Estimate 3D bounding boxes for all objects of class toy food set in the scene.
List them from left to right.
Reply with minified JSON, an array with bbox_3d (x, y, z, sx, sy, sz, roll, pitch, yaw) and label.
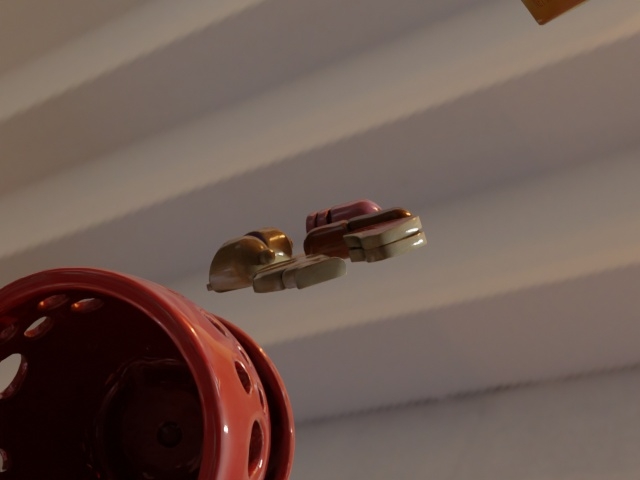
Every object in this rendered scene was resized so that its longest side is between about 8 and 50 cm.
[{"bbox_3d":[0.000,0.000,0.584,0.078,0.019,0.122,-18,-176,-23],"label":"toy food set"}]

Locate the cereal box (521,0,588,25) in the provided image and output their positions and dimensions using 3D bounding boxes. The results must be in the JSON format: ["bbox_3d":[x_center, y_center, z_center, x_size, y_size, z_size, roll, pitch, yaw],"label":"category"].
[{"bbox_3d":[0.048,-0.191,0.460,0.047,0.240,0.173,-41,-174,-22],"label":"cereal box"}]

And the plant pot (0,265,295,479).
[{"bbox_3d":[-0.118,0.116,0.948,0.191,0.191,0.174,-35,167,11],"label":"plant pot"}]
